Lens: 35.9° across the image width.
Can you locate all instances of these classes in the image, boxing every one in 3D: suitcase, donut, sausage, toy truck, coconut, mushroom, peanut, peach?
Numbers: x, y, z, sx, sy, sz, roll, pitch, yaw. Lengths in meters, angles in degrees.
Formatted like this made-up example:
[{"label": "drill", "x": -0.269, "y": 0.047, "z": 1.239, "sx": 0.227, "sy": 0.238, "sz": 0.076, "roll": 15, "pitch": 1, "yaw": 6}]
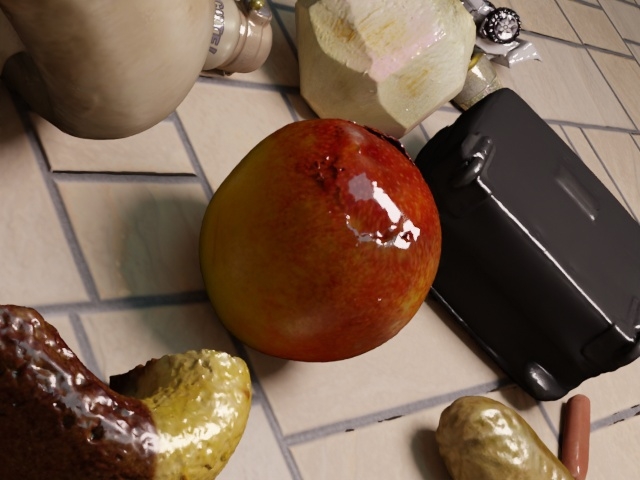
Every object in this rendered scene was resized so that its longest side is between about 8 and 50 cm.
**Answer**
[{"label": "suitcase", "x": 0.268, "y": -0.007, "z": 1.265, "sx": 0.345, "sy": 0.188, "sz": 0.339, "roll": 45, "pitch": 37, "yaw": -5}, {"label": "donut", "x": -0.162, "y": 0.138, "z": 0.726, "sx": 0.295, "sy": 0.112, "sz": 0.151, "roll": 17, "pitch": 44, "yaw": -36}, {"label": "sausage", "x": 0.317, "y": 0.244, "z": 1.224, "sx": 0.035, "sy": 0.030, "sz": 0.147, "roll": 40, "pitch": 36, "yaw": -15}, {"label": "toy truck", "x": 0.245, "y": -0.378, "z": 1.648, "sx": 0.286, "sy": 0.111, "sz": 0.136, "roll": 42, "pitch": 5, "yaw": -24}, {"label": "coconut", "x": 0.070, "y": -0.240, "z": 1.266, "sx": 0.237, "sy": 0.237, "sz": 0.197, "roll": 56, "pitch": -5, "yaw": 8}, {"label": "mushroom", "x": -0.260, "y": -0.226, "z": 0.800, "sx": 0.294, "sy": 0.362, "sz": 0.362, "roll": -41, "pitch": 91, "yaw": -19}, {"label": "peanut", "x": 0.205, "y": 0.258, "z": 1.037, "sx": 0.226, "sy": 0.095, "sz": 0.108, "roll": 48, "pitch": 50, "yaw": -10}, {"label": "peach", "x": 0.000, "y": 0.000, "z": 0.935, "sx": 0.231, "sy": 0.231, "sz": 0.231, "roll": 29, "pitch": 40, "yaw": -28}]

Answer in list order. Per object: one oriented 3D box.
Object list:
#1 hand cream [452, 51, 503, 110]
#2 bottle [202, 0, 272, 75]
[{"label": "hand cream", "x": 0.279, "y": -0.199, "z": 1.560, "sx": 0.203, "sy": 0.084, "sz": 0.084, "roll": 48, "pitch": 34, "yaw": -16}, {"label": "bottle", "x": -0.143, "y": -0.247, "z": 1.098, "sx": 0.209, "sy": 0.110, "sz": 0.097, "roll": 6, "pitch": 47, "yaw": -44}]
